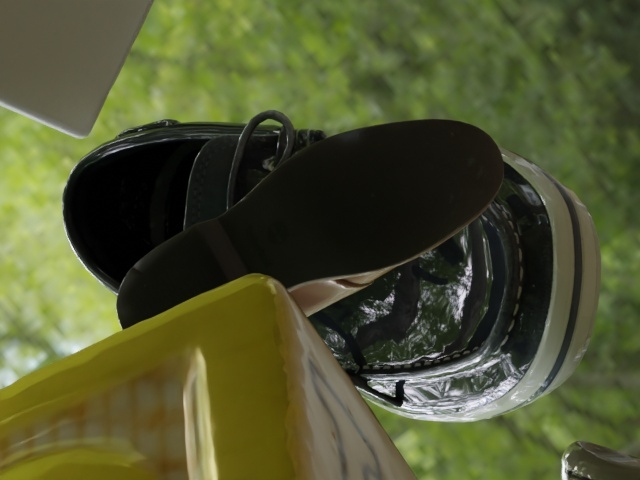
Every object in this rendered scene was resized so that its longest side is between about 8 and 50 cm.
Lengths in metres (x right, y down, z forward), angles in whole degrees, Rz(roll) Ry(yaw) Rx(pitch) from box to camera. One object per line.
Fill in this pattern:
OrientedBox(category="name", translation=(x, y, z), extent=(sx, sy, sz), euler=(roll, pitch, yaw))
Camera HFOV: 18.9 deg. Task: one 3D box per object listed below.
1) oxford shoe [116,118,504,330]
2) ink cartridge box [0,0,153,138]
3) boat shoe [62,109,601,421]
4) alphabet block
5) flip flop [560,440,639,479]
OrientedBox(category="oxford shoe", translation=(0.000, 0.000, 0.996), extent=(0.076, 0.212, 0.076), euler=(70, -167, 19))
OrientedBox(category="ink cartridge box", translation=(-0.161, -0.164, 0.570), extent=(0.232, 0.168, 0.171), euler=(26, -179, 24))
OrientedBox(category="boat shoe", translation=(-0.013, 0.009, 1.285), extent=(0.156, 0.187, 0.500), euler=(4, -173, -37))
OrientedBox(category="alphabet block", translation=(-0.043, 0.164, 0.562), extent=(0.197, 0.192, 0.193), euler=(58, -168, -35))
OrientedBox(category="flip flop", translation=(0.285, 0.139, 1.154), extent=(0.112, 0.277, 0.080), euler=(31, -112, -74))
